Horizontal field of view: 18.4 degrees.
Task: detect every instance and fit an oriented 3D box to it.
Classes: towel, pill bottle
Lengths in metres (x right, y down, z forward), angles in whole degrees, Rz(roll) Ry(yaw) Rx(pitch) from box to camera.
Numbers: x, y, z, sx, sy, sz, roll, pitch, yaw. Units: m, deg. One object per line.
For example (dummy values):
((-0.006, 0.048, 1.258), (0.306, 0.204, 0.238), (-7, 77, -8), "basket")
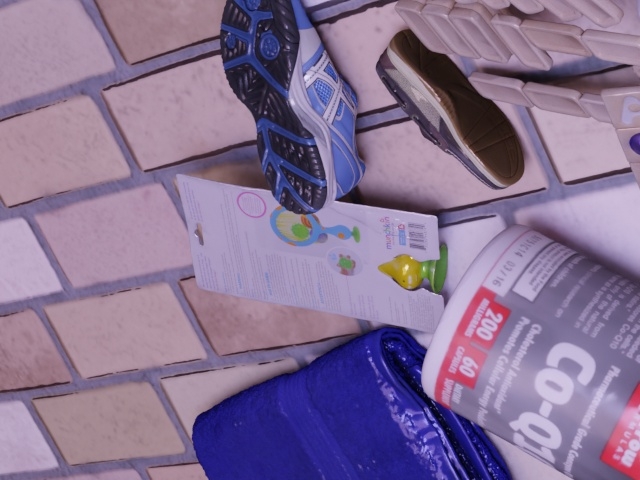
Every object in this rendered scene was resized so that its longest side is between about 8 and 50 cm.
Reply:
((0.030, 0.213, 1.845), (0.308, 0.076, 0.228), (-28, 94, 45), "towel")
((0.237, 0.119, 1.553), (0.283, 0.161, 0.161), (29, 133, 18), "pill bottle")

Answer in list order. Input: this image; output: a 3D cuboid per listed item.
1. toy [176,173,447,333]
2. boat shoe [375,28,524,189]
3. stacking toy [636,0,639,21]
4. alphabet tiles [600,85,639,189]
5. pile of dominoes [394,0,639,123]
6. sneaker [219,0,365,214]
((0.000, 0.000, 1.718), (0.237, 0.056, 0.137), (12, 134, 21), "toy")
((0.103, -0.100, 1.582), (0.152, 0.056, 0.049), (53, 141, 7), "boat shoe")
((0.305, -0.254, 1.207), (0.350, 0.350, 0.480), (36, 156, 11), "stacking toy")
((0.338, -0.053, 1.398), (0.237, 0.009, 0.198), (-3, 143, 25), "alphabet tiles")
((0.156, -0.160, 1.440), (0.251, 0.040, 0.196), (16, 158, 46), "pile of dominoes")
((-0.021, -0.129, 1.638), (0.080, 0.081, 0.211), (-9, 96, 42), "sneaker")
